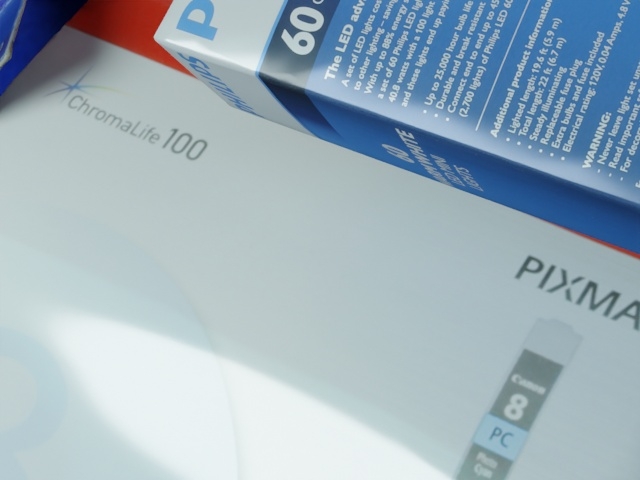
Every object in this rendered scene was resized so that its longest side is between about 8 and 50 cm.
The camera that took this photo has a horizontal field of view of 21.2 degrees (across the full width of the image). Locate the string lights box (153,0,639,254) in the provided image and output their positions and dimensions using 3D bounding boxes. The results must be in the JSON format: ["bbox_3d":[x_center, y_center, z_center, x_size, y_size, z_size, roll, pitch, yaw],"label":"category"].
[{"bbox_3d":[0.090,-0.075,0.558,0.259,0.077,0.133,22,84,24],"label":"string lights box"}]

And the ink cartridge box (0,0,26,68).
[{"bbox_3d":[-0.167,-0.160,0.793,0.165,0.065,0.333,-42,28,38],"label":"ink cartridge box"}]

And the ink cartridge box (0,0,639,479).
[{"bbox_3d":[0.000,0.000,0.638,0.308,0.091,0.385,24,101,24],"label":"ink cartridge box"}]
